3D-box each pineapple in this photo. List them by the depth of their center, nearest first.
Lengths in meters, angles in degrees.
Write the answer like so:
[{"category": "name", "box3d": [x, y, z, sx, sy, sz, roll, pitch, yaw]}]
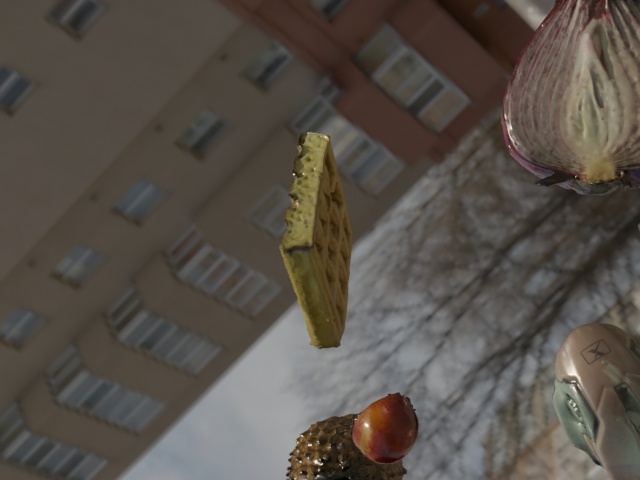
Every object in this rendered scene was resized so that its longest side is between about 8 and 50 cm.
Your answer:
[{"category": "pineapple", "box3d": [0.031, 0.383, 2.012, 0.202, 0.202, 0.362, 46, -175, 3]}]

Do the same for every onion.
[{"category": "onion", "box3d": [0.388, -0.222, 1.804, 0.159, 0.267, 0.349, 55, -142, -74]}]

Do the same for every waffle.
[{"category": "waffle", "box3d": [0.000, 0.000, 1.918, 0.221, 0.055, 0.248, 73, -163, -45]}]

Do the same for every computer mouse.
[{"category": "computer mouse", "box3d": [0.506, 0.306, 2.066, 0.389, 0.199, 0.115, 58, -177, -1]}]

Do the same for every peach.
[{"category": "peach", "box3d": [0.092, 0.246, 1.664, 0.098, 0.098, 0.061, 35, -167, -39]}]

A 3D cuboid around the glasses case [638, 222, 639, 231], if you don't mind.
[{"category": "glasses case", "box3d": [0.458, -0.009, 1.583, 0.190, 0.042, 0.072, 151, 106, -68]}]
